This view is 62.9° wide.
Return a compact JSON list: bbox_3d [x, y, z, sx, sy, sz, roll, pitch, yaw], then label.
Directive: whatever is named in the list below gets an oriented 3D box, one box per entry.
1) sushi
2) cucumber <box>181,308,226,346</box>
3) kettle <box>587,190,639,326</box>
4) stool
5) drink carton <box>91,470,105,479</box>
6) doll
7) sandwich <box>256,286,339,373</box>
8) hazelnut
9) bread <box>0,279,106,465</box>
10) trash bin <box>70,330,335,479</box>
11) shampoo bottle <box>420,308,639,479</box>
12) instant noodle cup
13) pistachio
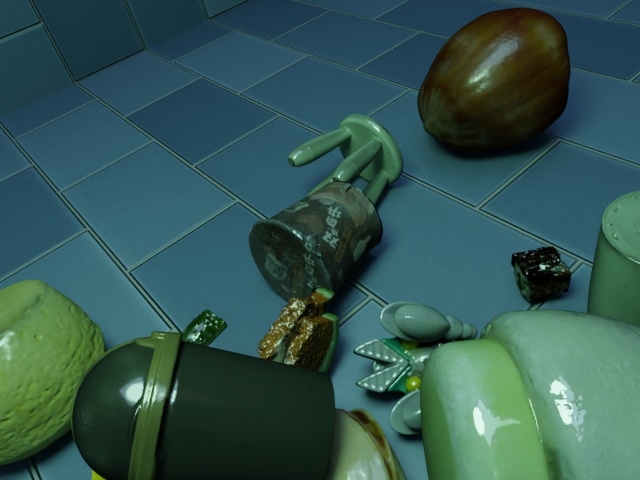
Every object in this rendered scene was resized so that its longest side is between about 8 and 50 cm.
[{"bbox_3d":[0.405,0.058,0.962,0.084,0.098,0.094,-13,45,3],"label":"sushi"},{"bbox_3d":[-0.250,0.186,1.050,0.067,0.035,0.107,24,56,32],"label":"cucumber"},{"bbox_3d":[0.528,0.053,0.818,0.240,0.255,0.165,-41,46,-23],"label":"kettle"},{"bbox_3d":[0.060,-0.166,1.221,0.195,0.195,0.198,29,59,36],"label":"stool"},{"bbox_3d":[-0.222,0.446,0.710,0.154,0.111,0.351,-19,43,-7],"label":"drink carton"},{"bbox_3d":[0.180,0.181,0.849,0.258,0.153,0.195,-29,72,-10],"label":"doll"},{"bbox_3d":[-0.029,0.184,0.893,0.079,0.159,0.235,16,56,26],"label":"sandwich"},{"bbox_3d":[0.413,-0.374,1.257,0.365,0.366,0.366,-8,43,7],"label":"hazelnut"},{"bbox_3d":[-0.557,0.237,0.944,0.320,0.238,0.321,-17,30,10],"label":"bread"},{"bbox_3d":[-0.162,0.242,0.707,0.333,0.214,0.214,14,43,-10],"label":"trash bin"},{"bbox_3d":[0.293,0.243,0.633,0.316,0.323,0.323,-7,43,-1],"label":"shampoo bottle"},{"bbox_3d":[0.000,0.000,1.061,0.217,0.218,0.207,23,47,34],"label":"instant noodle cup"},{"bbox_3d":[0.052,0.333,0.740,0.143,0.144,0.215,-20,45,-6],"label":"pistachio"}]
